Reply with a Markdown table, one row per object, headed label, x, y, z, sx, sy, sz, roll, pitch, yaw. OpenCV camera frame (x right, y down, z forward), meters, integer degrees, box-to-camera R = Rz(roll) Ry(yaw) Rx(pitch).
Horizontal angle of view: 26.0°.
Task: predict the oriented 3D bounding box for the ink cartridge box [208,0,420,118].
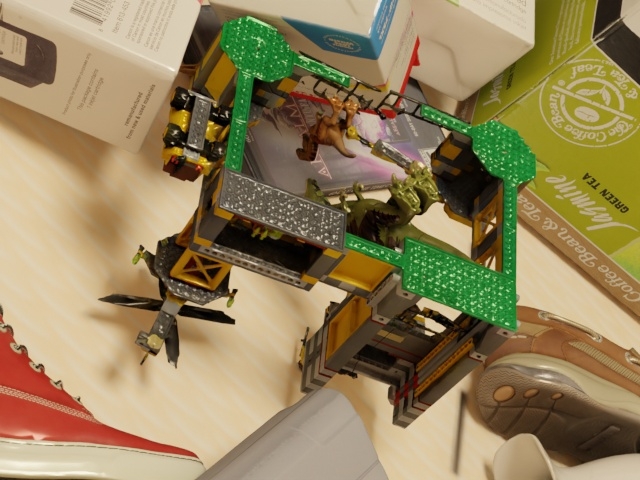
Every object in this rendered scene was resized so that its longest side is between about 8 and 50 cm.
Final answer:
| label | x | y | z | sx | sy | sz | roll | pitch | yaw |
| --- | --- | --- | --- | --- | --- | --- | --- | --- | --- |
| ink cartridge box | 0.004 | -0.170 | 1.147 | 0.134 | 0.231 | 0.078 | 15 | 78 | 13 |

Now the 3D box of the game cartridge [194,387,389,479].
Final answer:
| label | x | y | z | sx | sy | sz | roll | pitch | yaw |
| --- | --- | --- | --- | --- | --- | --- | --- | --- | --- |
| game cartridge | 0.007 | 0.271 | 0.933 | 0.196 | 0.060 | 0.294 | -33 | 103 | -45 |

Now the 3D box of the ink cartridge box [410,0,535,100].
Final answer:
| label | x | y | z | sx | sy | sz | roll | pitch | yaw |
| --- | --- | --- | --- | --- | --- | --- | --- | --- | --- |
| ink cartridge box | 0.106 | -0.340 | 1.399 | 0.207 | 0.119 | 0.354 | 23 | 52 | -24 |

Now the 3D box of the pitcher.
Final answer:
| label | x | y | z | sx | sy | sz | roll | pitch | yaw |
| --- | --- | --- | --- | --- | --- | --- | --- | --- | --- |
| pitcher | 0.250 | 0.266 | 1.182 | 0.207 | 0.125 | 0.178 | 13 | 74 | -24 |

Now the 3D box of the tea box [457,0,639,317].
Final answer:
| label | x | y | z | sx | sy | sz | roll | pitch | yaw |
| --- | --- | --- | --- | --- | --- | --- | --- | --- | --- |
| tea box | 0.364 | -0.131 | 1.395 | 0.329 | 0.323 | 0.220 | 37 | 42 | -16 |

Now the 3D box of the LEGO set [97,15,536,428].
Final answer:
| label | x | y | z | sx | sy | sz | roll | pitch | yaw |
| --- | --- | --- | --- | --- | --- | --- | --- | --- | --- |
| LEGO set | 0.000 | 0.000 | 1.078 | 0.331 | 0.192 | 0.255 | 15 | 51 | -23 |

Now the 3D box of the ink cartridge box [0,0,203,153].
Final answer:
| label | x | y | z | sx | sy | sz | roll | pitch | yaw |
| --- | --- | --- | --- | --- | --- | --- | --- | --- | --- |
| ink cartridge box | -0.212 | -0.196 | 1.041 | 0.237 | 0.100 | 0.172 | 23 | 47 | -11 |

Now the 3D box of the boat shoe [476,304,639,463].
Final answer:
| label | x | y | z | sx | sy | sz | roll | pitch | yaw |
| --- | --- | --- | --- | --- | --- | --- | --- | --- | --- |
| boat shoe | 0.283 | 0.152 | 1.281 | 0.324 | 0.123 | 0.116 | 30 | 43 | -26 |

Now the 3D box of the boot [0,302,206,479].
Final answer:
| label | x | y | z | sx | sy | sz | roll | pitch | yaw |
| --- | --- | --- | --- | --- | --- | --- | --- | --- | --- |
| boot | -0.188 | 0.093 | 0.913 | 0.244 | 0.088 | 0.176 | 16 | 48 | -35 |

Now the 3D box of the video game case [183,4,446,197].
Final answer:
| label | x | y | z | sx | sy | sz | roll | pitch | yaw |
| --- | --- | --- | --- | --- | --- | --- | --- | --- | --- |
| video game case | 0.000 | -0.133 | 1.289 | 0.274 | 0.026 | 0.196 | -10 | 69 | -47 |
